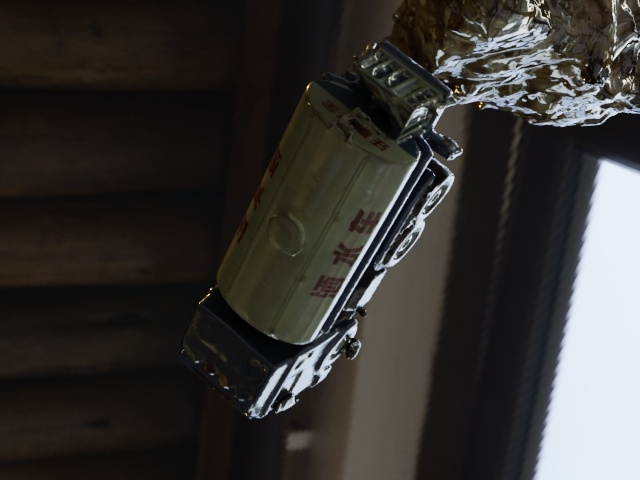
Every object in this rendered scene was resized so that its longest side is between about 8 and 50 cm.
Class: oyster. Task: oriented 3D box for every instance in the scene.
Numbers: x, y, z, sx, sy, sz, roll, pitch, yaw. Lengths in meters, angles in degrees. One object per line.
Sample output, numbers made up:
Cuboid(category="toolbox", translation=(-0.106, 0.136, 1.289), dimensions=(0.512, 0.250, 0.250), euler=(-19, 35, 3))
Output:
Cuboid(category="oyster", translation=(0.159, -0.153, 1.124), dimensions=(0.204, 0.111, 0.396), euler=(-27, -23, 28))

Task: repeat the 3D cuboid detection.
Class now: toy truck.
Cuboid(category="toy truck", translation=(0.000, 0.000, 0.663), dimensions=(0.088, 0.074, 0.202), euler=(-34, -22, -52))
